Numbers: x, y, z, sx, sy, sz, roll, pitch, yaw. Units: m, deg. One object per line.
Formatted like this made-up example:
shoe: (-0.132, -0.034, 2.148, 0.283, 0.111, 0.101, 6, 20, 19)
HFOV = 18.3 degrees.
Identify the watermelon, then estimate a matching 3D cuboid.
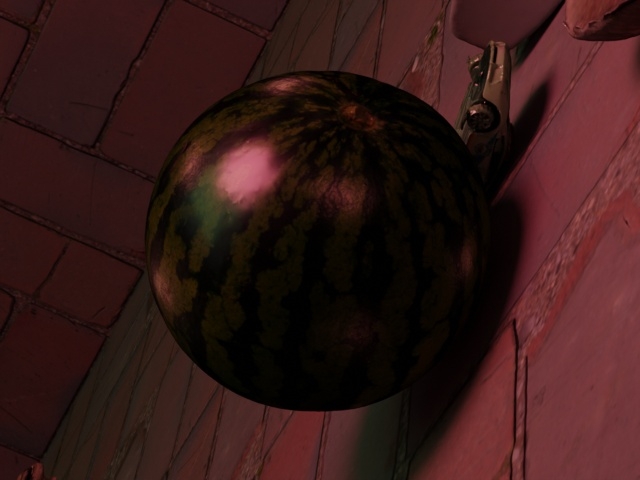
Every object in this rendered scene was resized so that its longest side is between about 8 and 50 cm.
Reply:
watermelon: (0.000, 0.000, 1.619, 0.285, 0.285, 0.285, -62, 11, 21)

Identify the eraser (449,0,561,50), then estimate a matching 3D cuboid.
eraser: (0.195, -0.325, 1.866, 0.189, 0.104, 0.290, -54, 16, 35)

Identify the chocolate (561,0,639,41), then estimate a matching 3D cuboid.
chocolate: (0.255, -0.236, 1.366, 0.303, 0.100, 0.185, 150, 133, -77)

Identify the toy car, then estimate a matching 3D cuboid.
toy car: (0.139, -0.087, 1.722, 0.093, 0.058, 0.186, -79, 5, -50)

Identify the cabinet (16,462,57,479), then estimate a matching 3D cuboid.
cabinet: (-0.104, 0.351, 1.230, 0.227, 0.318, 0.290, -82, 19, -52)
